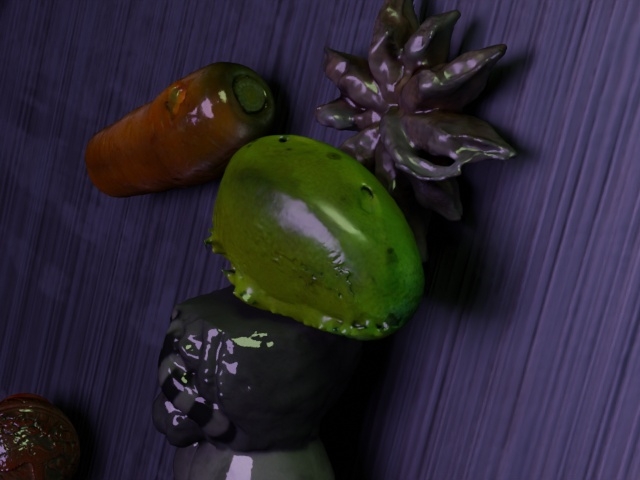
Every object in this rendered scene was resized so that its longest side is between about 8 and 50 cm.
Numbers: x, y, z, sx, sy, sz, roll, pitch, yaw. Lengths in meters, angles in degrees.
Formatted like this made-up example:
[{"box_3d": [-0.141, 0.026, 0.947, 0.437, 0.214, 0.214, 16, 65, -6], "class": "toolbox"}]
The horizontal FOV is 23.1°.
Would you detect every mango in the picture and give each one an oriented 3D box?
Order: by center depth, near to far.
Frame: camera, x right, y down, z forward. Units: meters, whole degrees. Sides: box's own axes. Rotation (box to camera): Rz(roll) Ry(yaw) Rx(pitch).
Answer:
[{"box_3d": [0.001, -0.001, 1.050, 0.178, 0.100, 0.119, 36, 131, 33], "class": "mango"}]

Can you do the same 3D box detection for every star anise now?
[{"box_3d": [0.051, -0.086, 1.089, 0.195, 0.065, 0.182, -53, 52, 36], "class": "star anise"}]

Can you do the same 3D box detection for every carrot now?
[{"box_3d": [-0.115, -0.079, 1.251, 0.193, 0.087, 0.087, -25, 71, 45], "class": "carrot"}]

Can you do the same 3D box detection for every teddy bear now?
[{"box_3d": [-0.062, 0.148, 1.117, 0.144, 0.171, 0.251, 13, 95, 40], "class": "teddy bear"}]

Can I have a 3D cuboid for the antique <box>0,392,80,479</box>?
[{"box_3d": [-0.262, 0.187, 1.381, 0.104, 0.104, 0.104, -2, 87, 46], "class": "antique"}]
